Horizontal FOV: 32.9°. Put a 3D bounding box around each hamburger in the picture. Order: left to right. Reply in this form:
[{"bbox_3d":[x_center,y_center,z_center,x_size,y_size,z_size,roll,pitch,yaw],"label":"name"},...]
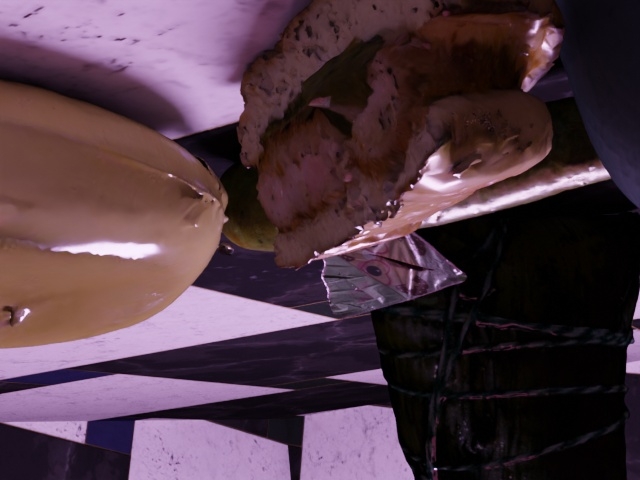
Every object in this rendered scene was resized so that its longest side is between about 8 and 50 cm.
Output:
[{"bbox_3d":[0.042,-0.071,0.563,0.131,0.124,0.262,-17,176,-20],"label":"hamburger"}]

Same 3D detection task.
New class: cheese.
[{"bbox_3d":[-0.203,-0.008,0.680,0.316,0.128,0.259,3,163,-37],"label":"cheese"}]

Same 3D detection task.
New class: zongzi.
[{"bbox_3d":[0.190,0.170,0.975,0.319,0.383,0.362,-3,-158,-22],"label":"zongzi"}]

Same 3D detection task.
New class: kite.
[{"bbox_3d":[-0.001,0.001,0.883,0.250,0.012,0.229,10,145,20],"label":"kite"}]

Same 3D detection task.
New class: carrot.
[{"bbox_3d":[0.088,-0.047,0.712,0.359,0.074,0.074,-9,167,28],"label":"carrot"}]

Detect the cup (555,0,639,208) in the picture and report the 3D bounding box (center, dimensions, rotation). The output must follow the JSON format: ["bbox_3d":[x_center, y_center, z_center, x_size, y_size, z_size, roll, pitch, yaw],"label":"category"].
[{"bbox_3d":[0.206,-0.072,0.529,0.199,0.150,0.199,-6,166,-1],"label":"cup"}]
